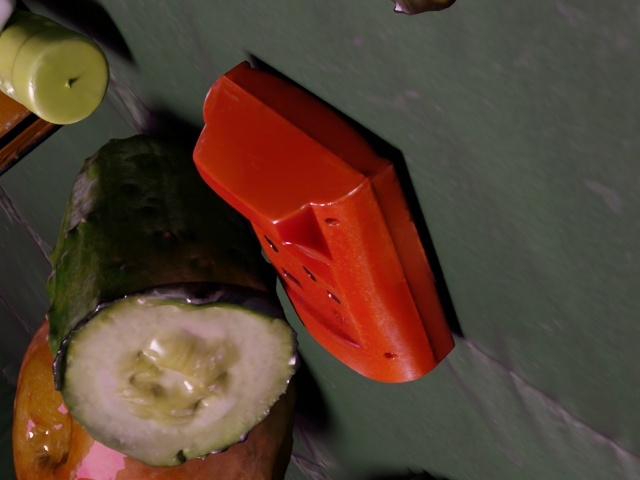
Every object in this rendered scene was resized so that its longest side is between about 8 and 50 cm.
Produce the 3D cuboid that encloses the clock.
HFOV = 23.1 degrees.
[{"bbox_3d":[0.000,0.000,0.776,0.113,0.061,0.155,37,163,39],"label":"clock"}]

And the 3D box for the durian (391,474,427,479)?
[{"bbox_3d":[0.035,0.272,1.062,0.163,0.198,0.394,52,166,-16],"label":"durian"}]

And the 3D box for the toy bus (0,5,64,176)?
[{"bbox_3d":[-0.264,-0.145,1.067,0.201,0.098,0.114,48,163,2],"label":"toy bus"}]

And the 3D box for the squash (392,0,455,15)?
[{"bbox_3d":[-0.057,-0.181,0.395,0.287,0.137,0.137,50,164,4],"label":"squash"}]

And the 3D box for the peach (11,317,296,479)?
[{"bbox_3d":[-0.120,0.127,1.143,0.214,0.214,0.235,49,158,0],"label":"peach"}]

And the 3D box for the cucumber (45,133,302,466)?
[{"bbox_3d":[-0.099,0.009,0.918,0.134,0.134,0.244,62,-177,-37],"label":"cucumber"}]

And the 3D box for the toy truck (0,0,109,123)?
[{"bbox_3d":[-0.237,-0.151,0.931,0.210,0.148,0.187,34,175,-29],"label":"toy truck"}]
